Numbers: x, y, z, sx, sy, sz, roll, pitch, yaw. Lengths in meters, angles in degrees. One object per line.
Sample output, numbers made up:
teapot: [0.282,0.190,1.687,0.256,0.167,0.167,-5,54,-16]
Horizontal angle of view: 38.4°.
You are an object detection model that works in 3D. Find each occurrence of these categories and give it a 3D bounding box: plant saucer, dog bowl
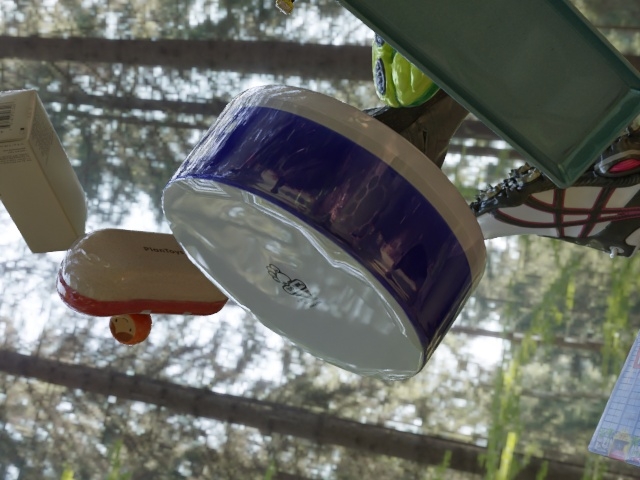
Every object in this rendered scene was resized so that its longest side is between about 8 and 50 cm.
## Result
plant saucer: [0.078,-0.094,0.418,0.192,0.018,0.067,31,-72,-35]
dog bowl: [0.000,0.000,0.777,0.104,0.265,0.265,-54,-31,-24]

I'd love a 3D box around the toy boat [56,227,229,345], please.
toy boat: [-0.246,0.076,1.247,0.231,0.151,0.151,6,-63,-39]

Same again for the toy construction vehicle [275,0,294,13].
toy construction vehicle: [-0.067,-0.399,1.443,0.086,0.035,0.098,33,-128,-23]

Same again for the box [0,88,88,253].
box: [-0.452,-0.102,1.446,0.275,0.094,0.113,82,-178,-52]

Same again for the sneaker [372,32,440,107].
sneaker: [0.154,-0.247,0.885,0.123,0.109,0.295,36,-101,-38]

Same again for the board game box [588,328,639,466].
board game box: [0.336,0.117,0.816,0.194,0.060,0.194,162,128,-76]

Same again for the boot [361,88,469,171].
boot: [0.124,-0.093,1.050,0.246,0.083,0.161,-29,-71,-32]

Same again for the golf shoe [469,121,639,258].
golf shoe: [0.246,-0.029,0.870,0.105,0.273,0.120,-34,-79,-46]
